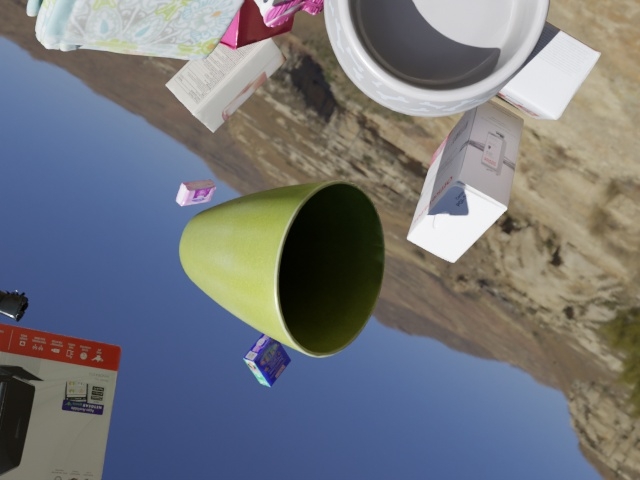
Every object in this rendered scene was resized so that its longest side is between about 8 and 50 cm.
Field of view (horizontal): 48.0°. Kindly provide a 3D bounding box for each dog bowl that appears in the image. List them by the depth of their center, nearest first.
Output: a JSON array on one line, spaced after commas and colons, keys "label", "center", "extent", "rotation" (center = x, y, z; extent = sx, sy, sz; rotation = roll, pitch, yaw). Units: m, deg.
[{"label": "dog bowl", "center": [0.177, -0.361, 1.071], "extent": [0.348, 0.349, 0.102], "rotation": [32, -172, -5]}]

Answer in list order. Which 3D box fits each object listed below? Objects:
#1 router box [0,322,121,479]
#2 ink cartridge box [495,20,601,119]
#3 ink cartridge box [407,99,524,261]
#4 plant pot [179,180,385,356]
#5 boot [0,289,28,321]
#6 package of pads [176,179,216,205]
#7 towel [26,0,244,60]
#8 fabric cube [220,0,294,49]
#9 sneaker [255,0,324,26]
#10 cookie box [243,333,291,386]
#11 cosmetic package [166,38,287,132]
[{"label": "router box", "center": [-0.500, 0.287, 1.117], "extent": [0.335, 0.301, 0.082], "rotation": [18, 154, -36]}, {"label": "ink cartridge box", "center": [0.304, -0.348, 1.290], "extent": [0.309, 0.130, 0.272], "rotation": [31, -168, 1]}, {"label": "ink cartridge box", "center": [0.298, -0.125, 1.471], "extent": [0.117, 0.207, 0.283], "rotation": [28, -130, -6]}, {"label": "plant pot", "center": [-0.090, 0.029, 1.196], "extent": [0.293, 0.275, 0.275], "rotation": [8, 169, 38]}, {"label": "boot", "center": [-0.773, 0.173, 1.741], "extent": [0.099, 0.121, 0.045], "rotation": [16, 157, 3]}, {"label": "package of pads", "center": [-0.279, -0.108, 1.606], "extent": [0.083, 0.050, 0.032], "rotation": [-14, -126, -45]}, {"label": "towel", "center": [-0.239, -0.430, 1.086], "extent": [0.320, 0.374, 0.090], "rotation": [-9, -118, -44]}, {"label": "fabric cube", "center": [-0.218, -0.629, 1.713], "extent": [0.254, 0.259, 0.258], "rotation": [24, -146, 19]}, {"label": "sneaker", "center": [-0.045, -0.531, 1.479], "extent": [0.252, 0.103, 0.111], "rotation": [-31, -97, -42]}, {"label": "cookie box", "center": [-0.132, 0.296, 1.788], "extent": [0.040, 0.092, 0.107], "rotation": [13, 142, 40]}, {"label": "cosmetic package", "center": [-0.258, -0.465, 1.987], "extent": [0.153, 0.296, 0.129], "rotation": [48, -177, 25]}]
